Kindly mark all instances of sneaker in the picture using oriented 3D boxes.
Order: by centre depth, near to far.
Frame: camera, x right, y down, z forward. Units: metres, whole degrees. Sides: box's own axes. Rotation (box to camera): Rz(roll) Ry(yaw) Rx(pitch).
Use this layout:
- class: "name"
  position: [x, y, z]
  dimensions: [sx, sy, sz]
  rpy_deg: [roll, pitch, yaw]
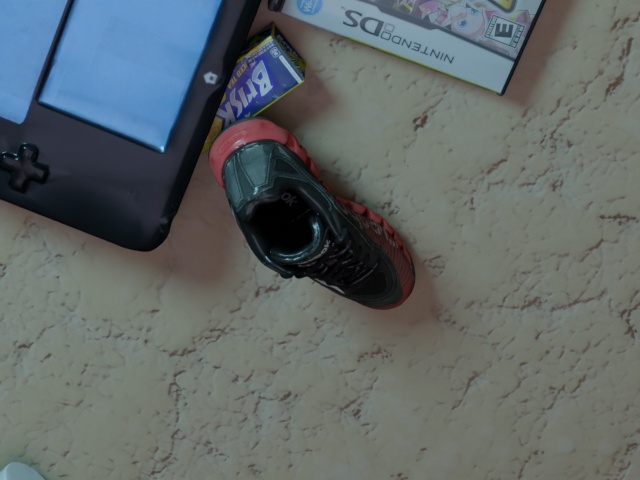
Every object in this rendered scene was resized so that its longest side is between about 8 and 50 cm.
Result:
- class: "sneaker"
  position: [0.000, 0.000, 1.774]
  dimensions: [0.098, 0.135, 0.276]
  rpy_deg: [-37, 125, 16]

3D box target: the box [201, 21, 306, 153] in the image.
- class: "box"
  position: [-0.097, -0.140, 1.774]
  dimensions: [0.169, 0.054, 0.059]
  rpy_deg: [-34, 109, 15]

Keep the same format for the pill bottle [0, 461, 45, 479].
- class: "pill bottle"
  position: [-0.376, 0.328, 1.952]
  dimensions: [0.193, 0.108, 0.108]
  rpy_deg: [-41, 108, 16]

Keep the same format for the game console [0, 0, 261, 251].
- class: "game console"
  position: [-0.245, -0.214, 1.706]
  dimensions: [0.342, 0.060, 0.386]
  rpy_deg: [23, 108, -1]

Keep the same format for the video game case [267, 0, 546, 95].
- class: "video game case"
  position: [0.112, -0.302, 1.713]
  dimensions: [0.248, 0.035, 0.275]
  rpy_deg: [20, 113, -8]
